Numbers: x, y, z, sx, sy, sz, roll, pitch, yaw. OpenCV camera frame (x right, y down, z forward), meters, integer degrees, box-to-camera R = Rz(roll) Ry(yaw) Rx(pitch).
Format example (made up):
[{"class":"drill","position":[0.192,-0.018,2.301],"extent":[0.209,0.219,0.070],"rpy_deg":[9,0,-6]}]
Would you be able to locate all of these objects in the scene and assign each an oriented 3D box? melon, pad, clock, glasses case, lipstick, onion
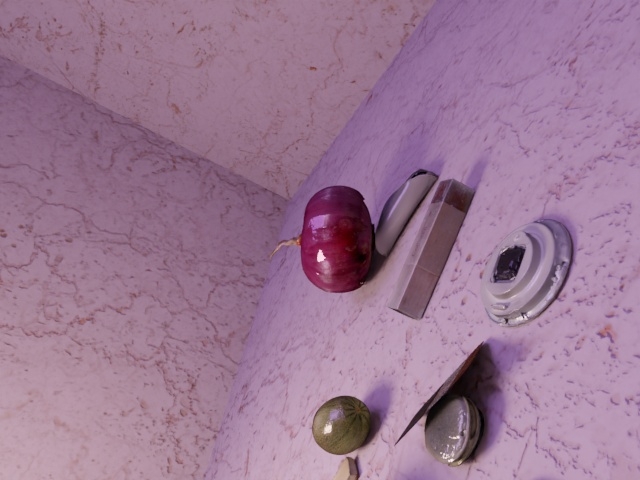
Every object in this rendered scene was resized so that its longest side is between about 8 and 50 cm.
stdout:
[{"class":"melon","position":[0.051,0.471,1.402],"extent":[0.192,0.139,0.139],"rpy_deg":[-54,17,42]},{"class":"pad","position":[0.182,0.305,1.046],"extent":[0.055,0.323,0.250],"rpy_deg":[51,121,31]},{"class":"clock","position":[0.389,0.056,1.093],"extent":[0.237,0.053,0.236],"rpy_deg":[-58,15,26]},{"class":"glasses case","position":[0.254,-0.106,1.783],"extent":[0.308,0.083,0.128],"rpy_deg":[-60,15,16]},{"class":"lipstick","position":[0.289,0.022,1.449],"extent":[0.372,0.079,0.076],"rpy_deg":[-65,15,-7]},{"class":"onion","position":[0.036,-0.008,1.828],"extent":[0.358,0.344,0.359],"rpy_deg":[-169,90,-76]}]

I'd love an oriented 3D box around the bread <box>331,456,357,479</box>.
[{"class":"bread","position":[0.045,0.619,1.384],"extent":[0.154,0.028,0.068],"rpy_deg":[-61,14,16]}]

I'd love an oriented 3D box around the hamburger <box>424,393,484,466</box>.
[{"class":"hamburger","position":[0.252,0.356,1.041],"extent":[0.133,0.062,0.140],"rpy_deg":[-70,16,-11]}]
